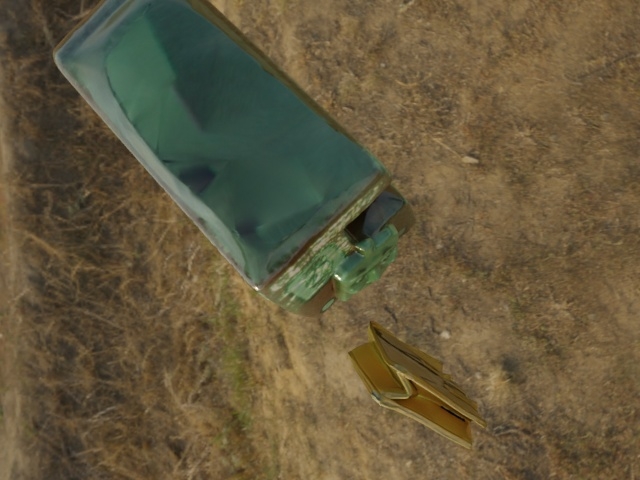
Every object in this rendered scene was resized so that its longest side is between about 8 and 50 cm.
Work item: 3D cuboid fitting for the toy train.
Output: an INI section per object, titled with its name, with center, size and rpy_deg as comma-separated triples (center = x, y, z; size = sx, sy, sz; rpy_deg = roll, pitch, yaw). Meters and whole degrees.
[toy train]
center = -0.076, -0.085, 0.463
size = 0.129, 0.159, 0.326
rpy_deg = -44, 72, 1

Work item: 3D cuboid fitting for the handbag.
[handbag]
center = 0.050, 0.078, 0.335
size = 0.027, 0.061, 0.083
rpy_deg = -57, 11, 3
